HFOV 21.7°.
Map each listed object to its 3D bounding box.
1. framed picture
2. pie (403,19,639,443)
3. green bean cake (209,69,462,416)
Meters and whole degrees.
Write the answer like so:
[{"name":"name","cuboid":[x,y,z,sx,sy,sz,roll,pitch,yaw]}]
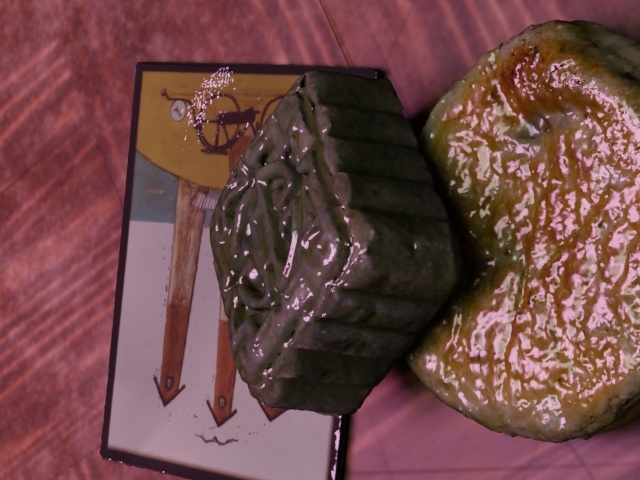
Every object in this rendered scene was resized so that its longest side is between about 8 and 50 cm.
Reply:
[{"name":"framed picture","cuboid":[-0.067,0.026,1.278,0.244,0.013,0.323,6,90,39]},{"name":"pie","cuboid":[0.152,0.000,1.073,0.277,0.079,0.277,-1,89,47]},{"name":"green bean cake","cuboid":[0.000,0.000,1.128,0.183,0.094,0.185,-56,37,41]}]
